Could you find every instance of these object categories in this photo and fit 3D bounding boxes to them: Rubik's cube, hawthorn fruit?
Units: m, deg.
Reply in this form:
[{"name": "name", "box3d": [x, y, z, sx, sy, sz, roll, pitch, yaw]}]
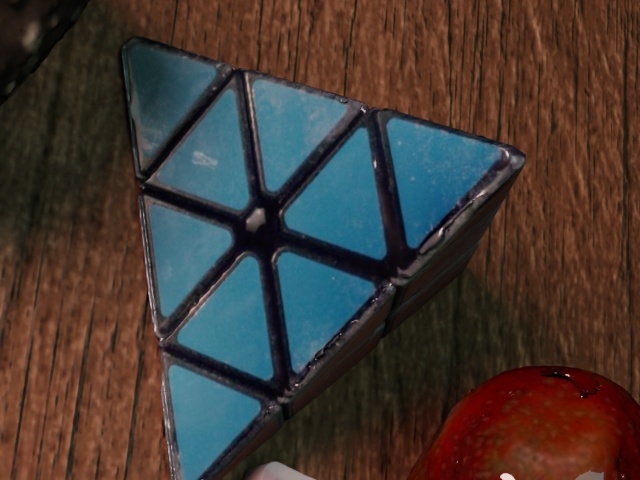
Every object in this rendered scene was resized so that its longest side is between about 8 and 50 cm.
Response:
[{"name": "Rubik's cube", "box3d": [0.000, 0.002, 0.976, 0.229, 0.233, 0.228, -7, 123, -3]}, {"name": "hawthorn fruit", "box3d": [0.157, 0.165, 1.038, 0.181, 0.181, 0.235, 58, 38, -7]}]

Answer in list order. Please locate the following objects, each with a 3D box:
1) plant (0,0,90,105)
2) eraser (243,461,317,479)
[{"name": "plant", "box3d": [-0.267, -0.121, 0.786, 0.215, 0.213, 0.312, 43, 91, -17]}, {"name": "eraser", "box3d": [-0.029, 0.200, 0.965, 0.065, 0.026, 0.105, 30, 59, -29]}]
